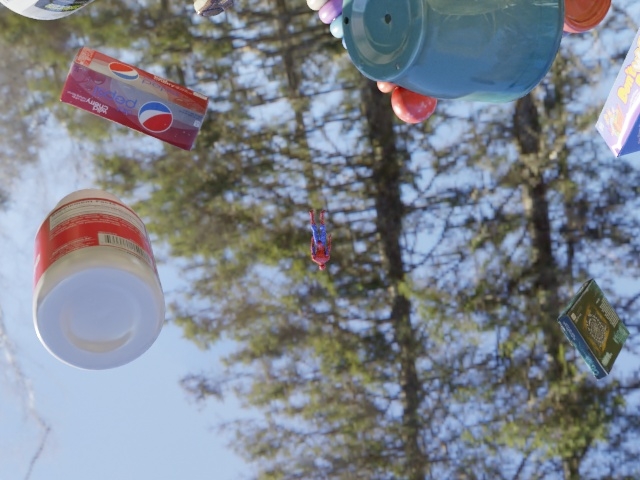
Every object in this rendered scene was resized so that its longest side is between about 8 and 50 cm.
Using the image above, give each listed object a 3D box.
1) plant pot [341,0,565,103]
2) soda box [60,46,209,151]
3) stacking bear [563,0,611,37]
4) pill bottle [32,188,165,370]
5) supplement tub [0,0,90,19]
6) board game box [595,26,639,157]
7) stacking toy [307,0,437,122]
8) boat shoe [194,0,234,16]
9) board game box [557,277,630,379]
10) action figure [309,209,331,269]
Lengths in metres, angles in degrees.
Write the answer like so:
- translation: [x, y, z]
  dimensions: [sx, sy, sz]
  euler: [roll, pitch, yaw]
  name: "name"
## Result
- translation: [0.181, -0.335, 1.436]
  dimensions: [0.255, 0.272, 0.271]
  euler: [-11, -160, -36]
  name: "plant pot"
- translation: [-0.352, -0.270, 1.807]
  dimensions: [0.263, 0.092, 0.083]
  euler: [22, -148, -13]
  name: "soda box"
- translation: [0.409, -0.462, 1.928]
  dimensions: [0.289, 0.175, 0.164]
  euler: [-10, -137, 53]
  name: "stacking bear"
- translation: [-0.429, 0.052, 1.803]
  dimensions: [0.228, 0.229, 0.408]
  euler: [-15, -153, -9]
  name: "pill bottle"
- translation: [-0.355, -0.458, 1.376]
  dimensions: [0.207, 0.207, 0.338]
  euler: [-29, -165, -35]
  name: "supplement tub"
- translation: [0.612, -0.297, 1.528]
  dimensions: [0.233, 0.347, 0.078]
  euler: [-15, -122, -14]
  name: "board game box"
- translation: [0.120, -0.379, 1.853]
  dimensions: [0.141, 0.330, 0.141]
  euler: [-36, -174, 4]
  name: "stacking toy"
- translation: [-0.188, -0.563, 1.985]
  dimensions: [0.257, 0.095, 0.095]
  euler: [-20, 174, 41]
  name: "boat shoe"
- translation: [0.485, 0.154, 1.674]
  dimensions: [0.026, 0.126, 0.186]
  euler: [-34, 178, 34]
  name: "board game box"
- translation: [0.000, 0.000, 1.775]
  dimensions: [0.038, 0.115, 0.030]
  euler: [0, -166, 12]
  name: "action figure"
